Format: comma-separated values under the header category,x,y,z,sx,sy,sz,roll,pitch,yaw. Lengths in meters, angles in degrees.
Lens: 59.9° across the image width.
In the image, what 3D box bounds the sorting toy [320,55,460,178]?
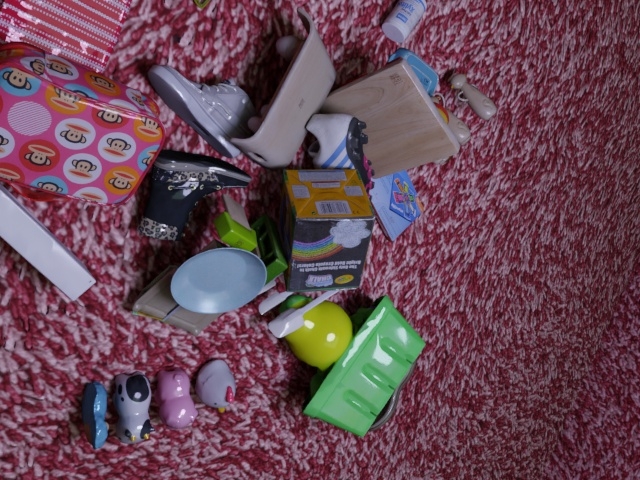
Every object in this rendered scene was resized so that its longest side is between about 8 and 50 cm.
category,x,y,z,sx,sy,sz,roll,pitch,yaw
sorting toy,0.168,-0.294,1.322,0.255,0.257,0.089,49,50,-27

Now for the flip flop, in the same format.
category,x,y,z,sx,sy,sz,roll,pitch,yaw
flip flop,0.202,0.450,1.704,0.080,0.112,0.277,30,89,-13

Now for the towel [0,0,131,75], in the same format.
category,x,y,z,sx,sy,sz,roll,pitch,yaw
towel,-0.470,-0.355,0.977,0.198,0.031,0.275,22,91,-40

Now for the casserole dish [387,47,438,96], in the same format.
category,x,y,z,sx,sy,sz,roll,pitch,yaw
casserole dish,0.250,-0.430,1.475,0.188,0.037,0.114,23,92,-40

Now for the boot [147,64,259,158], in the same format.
category,x,y,z,sx,sy,sz,roll,pitch,yaw
boot,-0.230,-0.294,1.146,0.123,0.095,0.258,-57,137,-14

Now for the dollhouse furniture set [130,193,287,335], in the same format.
category,x,y,z,sx,sy,sz,roll,pitch,yaw
dollhouse furniture set,-0.254,0.053,1.235,0.301,0.151,0.197,-38,135,17

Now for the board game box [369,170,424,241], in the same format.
category,x,y,z,sx,sy,sz,roll,pitch,yaw
board game box,0.185,-0.144,1.530,0.145,0.027,0.281,-42,125,-16

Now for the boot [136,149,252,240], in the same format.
category,x,y,z,sx,sy,sz,roll,pitch,yaw
boot,-0.270,-0.090,1.187,0.236,0.085,0.179,4,114,-48

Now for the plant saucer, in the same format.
category,x,y,z,sx,sy,sz,roll,pitch,yaw
plant saucer,-0.208,0.073,1.134,0.194,0.037,0.195,-12,137,-12

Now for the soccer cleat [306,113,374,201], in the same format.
category,x,y,z,sx,sy,sz,roll,pitch,yaw
soccer cleat,0.048,-0.181,1.361,0.331,0.143,0.116,78,32,-51

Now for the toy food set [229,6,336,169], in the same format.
category,x,y,z,sx,sy,sz,roll,pitch,yaw
toy food set,-0.079,-0.313,1.205,0.306,0.092,0.219,-62,165,-1

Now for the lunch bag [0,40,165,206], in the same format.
category,x,y,z,sx,sy,sz,roll,pitch,yaw
lunch bag,-0.446,-0.172,0.970,0.293,0.120,0.258,18,121,-38

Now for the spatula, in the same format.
category,x,y,z,sx,sy,sz,roll,pitch,yaw
spatula,-0.057,0.120,1.376,0.242,0.168,0.019,-30,154,-29

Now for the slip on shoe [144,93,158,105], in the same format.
category,x,y,z,sx,sy,sz,roll,pitch,yaw
slip on shoe,-0.366,-0.225,1.093,0.051,0.041,0.135,2,124,-54

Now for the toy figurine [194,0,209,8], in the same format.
category,x,y,z,sx,sy,sz,roll,pitch,yaw
toy figurine,-0.185,-0.650,1.029,0.362,0.217,0.191,-31,153,28

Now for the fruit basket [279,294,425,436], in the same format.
category,x,y,z,sx,sy,sz,roll,pitch,yaw
fruit basket,0.042,0.283,1.472,0.391,0.283,0.392,0,80,-1

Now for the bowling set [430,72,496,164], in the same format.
category,x,y,z,sx,sy,sz,roll,pitch,yaw
bowling set,0.320,-0.300,1.529,0.287,0.200,0.154,-40,83,-23

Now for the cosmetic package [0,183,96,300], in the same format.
category,x,y,z,sx,sy,sz,roll,pitch,yaw
cosmetic package,-0.523,0.001,1.015,0.060,0.099,0.239,-45,125,-16

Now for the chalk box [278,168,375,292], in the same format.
category,x,y,z,sx,sy,sz,roll,pitch,yaw
chalk box,0.000,0.000,1.289,0.180,0.179,0.289,-1,134,-13

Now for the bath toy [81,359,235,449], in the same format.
category,x,y,z,sx,sy,sz,roll,pitch,yaw
bath toy,-0.342,0.368,1.254,0.348,0.129,0.152,-5,108,-36

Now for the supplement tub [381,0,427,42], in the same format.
category,x,y,z,sx,sy,sz,roll,pitch,yaw
supplement tub,0.209,-0.555,1.379,0.071,0.071,0.107,40,79,-38
